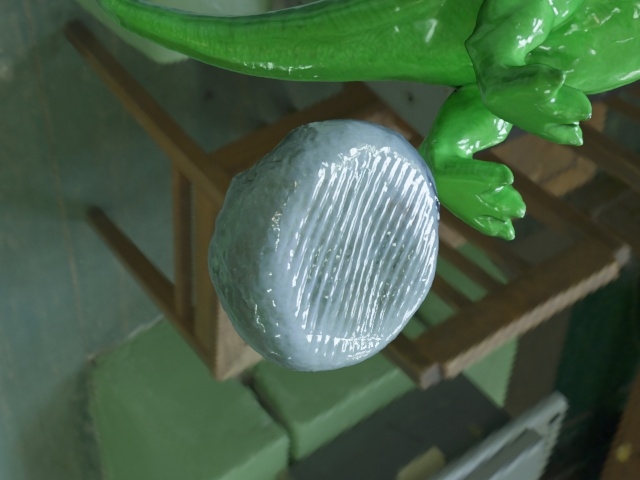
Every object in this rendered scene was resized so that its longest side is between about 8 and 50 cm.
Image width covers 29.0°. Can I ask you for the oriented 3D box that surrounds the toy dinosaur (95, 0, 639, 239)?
[{"bbox_3d":[0.126,-0.205,0.809,0.374,0.500,0.144,-48,151,-23],"label":"toy dinosaur"}]

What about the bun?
[{"bbox_3d":[0.000,0.000,0.670,0.141,0.083,0.141,-13,111,-36],"label":"bun"}]
